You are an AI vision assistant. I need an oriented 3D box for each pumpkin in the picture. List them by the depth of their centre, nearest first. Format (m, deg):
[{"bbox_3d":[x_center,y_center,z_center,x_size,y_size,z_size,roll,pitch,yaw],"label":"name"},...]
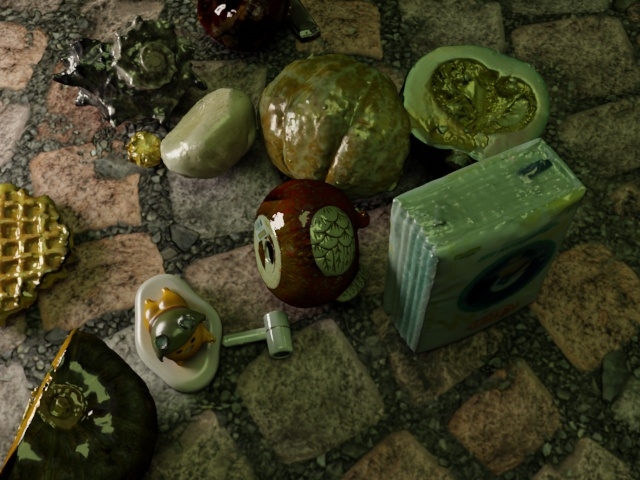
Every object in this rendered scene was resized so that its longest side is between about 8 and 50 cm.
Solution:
[{"bbox_3d":[-0.402,0.339,1.470,0.232,0.242,0.324,32,57,-16],"label":"pumpkin"},{"bbox_3d":[0.296,-0.240,1.783,0.293,0.197,0.263,21,72,3],"label":"pumpkin"}]

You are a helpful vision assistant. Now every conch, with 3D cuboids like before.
[{"bbox_3d":[-0.397,-0.357,1.819,0.313,0.240,0.186,-4,35,-6],"label":"conch"}]

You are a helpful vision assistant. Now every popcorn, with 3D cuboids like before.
[{"bbox_3d":[-0.373,-0.190,1.828,0.082,0.057,0.083,41,65,13],"label":"popcorn"}]

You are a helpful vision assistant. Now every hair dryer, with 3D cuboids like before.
[{"bbox_3d":[-0.123,0.186,1.627,0.137,0.047,0.081,-10,62,0],"label":"hair dryer"}]

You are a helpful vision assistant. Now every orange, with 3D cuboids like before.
[{"bbox_3d":[0.006,-0.242,1.705,0.369,0.210,0.270,34,95,44],"label":"orange"}]

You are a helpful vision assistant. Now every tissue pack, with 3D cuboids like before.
[{"bbox_3d":[0.268,0.023,1.520,0.288,0.388,0.162,-22,62,-12],"label":"tissue pack"}]

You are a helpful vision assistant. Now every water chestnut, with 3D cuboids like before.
[{"bbox_3d":[-0.180,-0.541,1.934,0.224,0.238,0.223,-25,51,36],"label":"water chestnut"}]

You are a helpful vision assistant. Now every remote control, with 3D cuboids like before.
[{"bbox_3d":[-0.068,-0.552,2.047,0.059,0.028,0.212,-24,63,-14],"label":"remote control"}]

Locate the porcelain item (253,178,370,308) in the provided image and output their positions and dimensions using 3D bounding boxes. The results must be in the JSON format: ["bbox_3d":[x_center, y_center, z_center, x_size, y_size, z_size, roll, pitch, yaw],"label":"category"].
[{"bbox_3d":[0.000,0.000,1.631,0.253,0.253,0.252,0,61,0],"label":"porcelain item"}]

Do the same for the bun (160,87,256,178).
[{"bbox_3d":[-0.219,-0.210,1.784,0.231,0.133,0.231,-33,28,20],"label":"bun"}]

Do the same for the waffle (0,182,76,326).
[{"bbox_3d":[-0.636,0.021,1.710,0.282,0.058,0.300,-29,64,-17],"label":"waffle"}]

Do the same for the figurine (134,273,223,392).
[{"bbox_3d":[-0.283,0.146,1.580,0.167,0.141,0.250,-35,64,-6],"label":"figurine"}]
